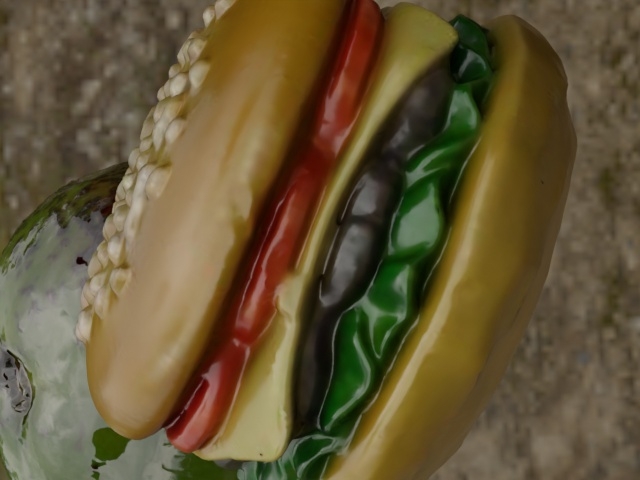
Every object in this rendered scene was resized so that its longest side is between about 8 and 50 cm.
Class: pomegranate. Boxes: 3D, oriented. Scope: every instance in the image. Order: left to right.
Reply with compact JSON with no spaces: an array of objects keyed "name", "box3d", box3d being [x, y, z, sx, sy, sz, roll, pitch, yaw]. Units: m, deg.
[{"name":"pomegranate","box3d":[-0.050,0.053,0.924,0.214,0.248,0.214,25,123,46]}]

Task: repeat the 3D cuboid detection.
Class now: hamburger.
[{"name":"hamburger","box3d":[0.000,0.000,0.498,0.162,0.115,0.162,-158,90,-82]}]
